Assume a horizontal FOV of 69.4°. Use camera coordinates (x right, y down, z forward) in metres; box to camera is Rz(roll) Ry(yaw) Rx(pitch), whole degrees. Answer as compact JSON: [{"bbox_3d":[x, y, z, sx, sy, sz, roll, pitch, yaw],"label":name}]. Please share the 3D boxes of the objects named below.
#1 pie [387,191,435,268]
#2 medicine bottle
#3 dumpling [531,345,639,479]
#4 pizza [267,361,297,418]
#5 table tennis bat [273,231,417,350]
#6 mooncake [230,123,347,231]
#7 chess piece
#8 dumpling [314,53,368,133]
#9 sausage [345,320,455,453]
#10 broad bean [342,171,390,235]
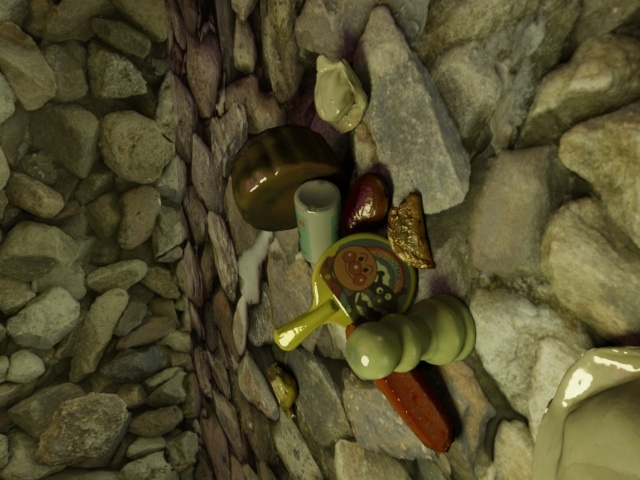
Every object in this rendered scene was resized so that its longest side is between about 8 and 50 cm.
[{"bbox_3d":[0.190,-0.018,0.995,0.092,0.034,0.169,-8,87,19],"label":"pie"},{"bbox_3d":[0.000,0.000,1.201,0.110,0.110,0.351,57,163,34],"label":"medicine bottle"},{"bbox_3d":[0.421,0.268,0.598,0.341,0.182,0.259,89,-173,-77],"label":"dumpling"},{"bbox_3d":[-0.117,0.538,1.635,0.188,0.081,0.203,147,102,-81],"label":"pizza"},{"bbox_3d":[0.044,0.133,1.050,0.224,0.369,0.054,54,-170,-4],"label":"table tennis bat"},{"bbox_3d":[-0.088,-0.156,1.201,0.290,0.291,0.161,-59,43,47],"label":"mooncake"},{"bbox_3d":[0.164,0.198,0.901,0.144,0.252,0.144,21,115,54],"label":"chess piece"},{"bbox_3d":[0.049,-0.344,1.098,0.136,0.118,0.199,21,144,40],"label":"dumpling"},{"bbox_3d":[0.173,0.304,0.995,0.330,0.102,0.102,53,145,4],"label":"sausage"},{"bbox_3d":[0.108,-0.082,1.093,0.114,0.085,0.165,47,131,19],"label":"broad bean"}]
